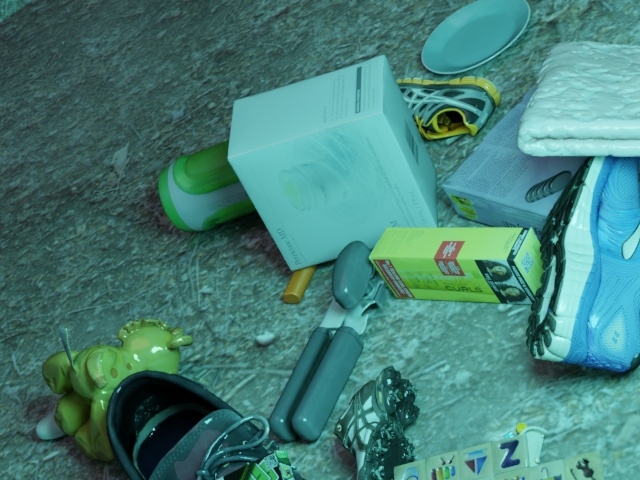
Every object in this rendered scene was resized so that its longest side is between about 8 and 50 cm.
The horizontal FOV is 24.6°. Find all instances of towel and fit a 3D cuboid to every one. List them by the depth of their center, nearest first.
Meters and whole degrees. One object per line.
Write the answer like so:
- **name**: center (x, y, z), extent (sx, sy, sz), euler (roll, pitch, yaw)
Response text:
- **towel**: center (0.411, -0.178, 1.762), extent (0.317, 0.053, 0.332), euler (1, 23, 16)

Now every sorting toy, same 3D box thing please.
- **sorting toy**: center (0.203, 0.243, 1.607), extent (0.075, 0.045, 0.083), euler (-33, 27, 42)

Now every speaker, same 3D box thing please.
- **speaker**: center (-0.098, -0.108, 2.242), extent (0.297, 0.131, 0.131), euler (-19, 36, 23)

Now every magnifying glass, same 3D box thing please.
- **magnifying glass**: center (0.000, 0.000, 2.112), extent (0.092, 0.026, 0.231), euler (-7, 40, 36)

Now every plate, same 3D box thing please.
- **plate**: center (0.246, -0.317, 2.295), extent (0.188, 0.024, 0.188), euler (-24, 34, 18)

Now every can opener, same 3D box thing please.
- **can opener**: center (0.005, 0.123, 1.879), extent (0.076, 0.095, 0.283), euler (-6, 42, 38)

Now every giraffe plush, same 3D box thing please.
- **giraffe plush**: center (-0.266, 0.180, 2.004), extent (0.170, 0.210, 0.181), euler (-22, 40, -33)

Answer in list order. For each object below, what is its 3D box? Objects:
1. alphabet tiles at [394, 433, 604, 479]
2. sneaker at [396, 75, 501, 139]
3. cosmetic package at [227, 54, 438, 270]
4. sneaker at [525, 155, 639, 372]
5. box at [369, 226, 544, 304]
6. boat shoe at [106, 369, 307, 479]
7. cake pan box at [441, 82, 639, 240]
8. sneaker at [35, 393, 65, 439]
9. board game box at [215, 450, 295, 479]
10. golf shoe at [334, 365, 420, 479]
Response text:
- **alphabet tiles**: center (0.186, 0.299, 1.521), extent (0.237, 0.009, 0.198), euler (-18, 52, 24)
- **sneaker**: center (0.157, -0.187, 2.157), extent (0.215, 0.084, 0.083), euler (-6, 47, 36)
- **cosmetic package**: center (0.020, -0.102, 2.006), extent (0.225, 0.224, 0.138), euler (-15, 40, 17)
- **sneaker**: center (0.335, 0.020, 1.685), extent (0.130, 0.147, 0.330), euler (119, 171, -54)
- **box**: center (0.178, 0.030, 1.852), extent (0.232, 0.087, 0.058), euler (2, 48, 42)
- **boat shoe**: center (-0.116, 0.295, 1.713), extent (0.187, 0.156, 0.500), euler (-41, 35, -11)
- **cake pan box**: center (0.327, -0.118, 1.926), extent (0.267, 0.070, 0.246), euler (-48, 37, -19)
- **sneaker**: center (-0.352, 0.226, 2.102), extent (0.152, 0.061, 0.053), euler (-36, 34, 1)
- **board game box**: center (-0.054, 0.366, 1.533), extent (0.136, 0.030, 0.259), euler (-31, 67, 28)
- **golf shoe**: center (0.060, 0.240, 1.712), extent (0.094, 0.077, 0.198), euler (-29, 24, 29)
